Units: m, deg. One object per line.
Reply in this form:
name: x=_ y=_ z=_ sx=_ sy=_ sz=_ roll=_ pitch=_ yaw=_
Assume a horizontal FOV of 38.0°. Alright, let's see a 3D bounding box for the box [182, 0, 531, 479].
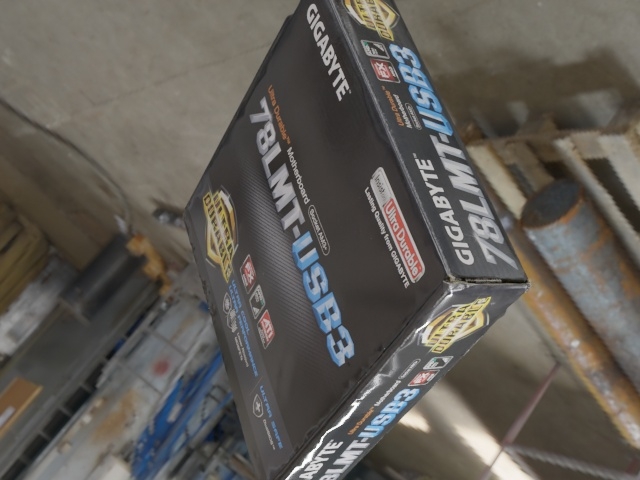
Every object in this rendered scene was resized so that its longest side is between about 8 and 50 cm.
box: x=0.000 y=0.000 z=0.709 sx=0.293 sy=0.073 sz=0.295 roll=-56 pitch=43 yaw=43
